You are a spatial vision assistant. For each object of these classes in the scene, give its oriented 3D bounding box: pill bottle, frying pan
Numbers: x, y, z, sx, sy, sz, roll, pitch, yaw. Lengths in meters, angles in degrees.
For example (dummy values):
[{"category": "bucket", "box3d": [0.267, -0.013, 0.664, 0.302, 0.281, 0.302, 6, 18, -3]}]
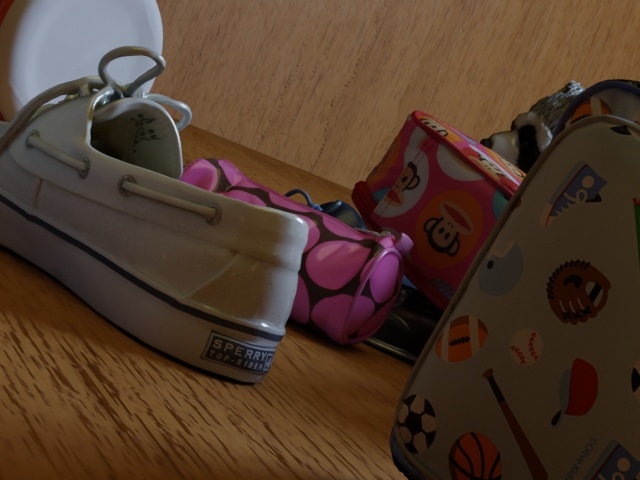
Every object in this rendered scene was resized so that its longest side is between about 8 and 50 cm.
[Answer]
[{"category": "pill bottle", "box3d": [-0.356, -0.247, 1.940, 0.363, 0.210, 0.210, 28, 7, 39]}, {"category": "frying pan", "box3d": [0.139, 0.098, 1.530, 0.326, 0.053, 0.197, 21, 6, 8]}]

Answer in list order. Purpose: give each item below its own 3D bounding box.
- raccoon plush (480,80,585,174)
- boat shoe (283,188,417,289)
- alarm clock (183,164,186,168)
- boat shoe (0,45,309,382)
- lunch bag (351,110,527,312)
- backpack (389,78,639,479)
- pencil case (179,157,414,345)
[{"category": "raccoon plush", "box3d": [0.379, -0.006, 2.233, 0.446, 0.299, 0.216, 21, 5, -28]}, {"category": "boat shoe", "box3d": [0.000, 0.000, 1.645, 0.109, 0.089, 0.258, 27, 6, 37]}, {"category": "alarm clock", "box3d": [-0.102, -0.030, 1.694, 0.129, 0.064, 0.192, 28, 10, 41]}, {"category": "boat shoe", "box3d": [-0.135, -0.050, 1.168, 0.136, 0.156, 0.367, 19, 7, -43]}, {"category": "lunch bag", "box3d": [0.186, 0.028, 1.516, 0.258, 0.120, 0.293, 22, 21, -50]}, {"category": "backpack", "box3d": [0.186, 0.074, 0.846, 0.263, 0.276, 0.213, 33, 13, 25]}, {"category": "pencil case", "box3d": [-0.034, 0.003, 1.417, 0.209, 0.098, 0.095, 26, -3, 24]}]
